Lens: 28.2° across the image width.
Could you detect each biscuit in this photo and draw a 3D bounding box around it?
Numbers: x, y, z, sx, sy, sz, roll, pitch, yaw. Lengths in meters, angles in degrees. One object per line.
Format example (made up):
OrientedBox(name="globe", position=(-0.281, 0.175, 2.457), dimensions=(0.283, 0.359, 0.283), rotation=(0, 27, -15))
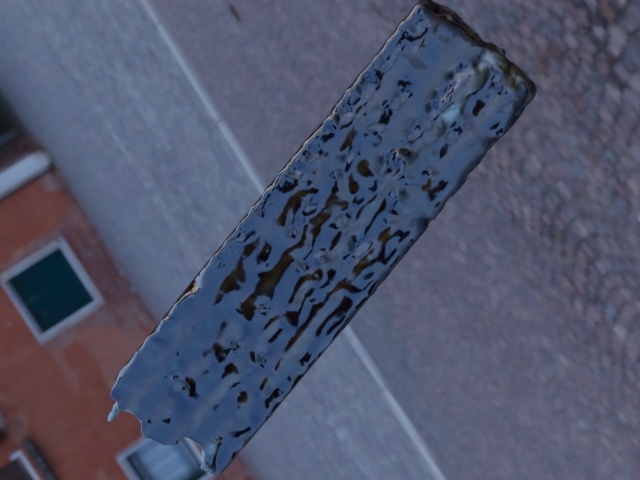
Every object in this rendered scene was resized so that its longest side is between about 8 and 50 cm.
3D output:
OrientedBox(name="biscuit", position=(0.000, 0.000, 0.614), dimensions=(0.070, 0.252, 0.106), rotation=(40, -173, 1))
